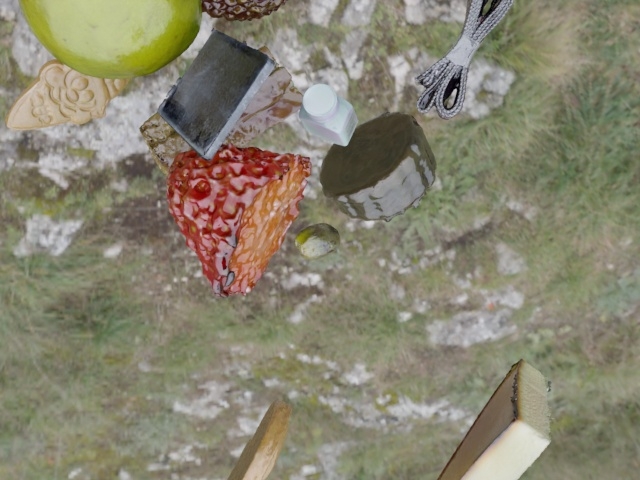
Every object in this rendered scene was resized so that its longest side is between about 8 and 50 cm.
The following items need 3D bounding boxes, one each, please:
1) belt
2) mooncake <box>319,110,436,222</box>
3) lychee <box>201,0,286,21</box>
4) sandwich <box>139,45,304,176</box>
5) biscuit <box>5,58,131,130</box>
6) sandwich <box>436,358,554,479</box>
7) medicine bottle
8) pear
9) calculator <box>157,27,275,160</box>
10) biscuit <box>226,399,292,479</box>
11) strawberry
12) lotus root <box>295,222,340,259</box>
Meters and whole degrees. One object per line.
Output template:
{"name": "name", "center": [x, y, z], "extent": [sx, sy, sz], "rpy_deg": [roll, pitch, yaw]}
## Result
{"name": "belt", "center": [0.329, -0.439, 1.961], "extent": [0.126, 0.094, 0.360], "rpy_deg": [30, 98, 5]}
{"name": "mooncake", "center": [0.115, -0.136, 1.688], "extent": [0.228, 0.228, 0.124], "rpy_deg": [-31, 129, 12]}
{"name": "lychee", "center": [-0.147, -0.451, 1.339], "extent": [0.271, 0.236, 0.236], "rpy_deg": [-9, 130, -11]}
{"name": "sandwich", "center": [-0.184, -0.218, 1.524], "extent": [0.262, 0.325, 0.131], "rpy_deg": [-34, 101, -7]}
{"name": "biscuit", "center": [-0.422, -0.255, 1.479], "extent": [0.250, 0.035, 0.162], "rpy_deg": [-30, 142, -5]}
{"name": "sandwich", "center": [0.198, 0.235, 1.003], "extent": [0.058, 0.193, 0.162], "rpy_deg": [38, 109, 5]}
{"name": "medicine bottle", "center": [0.009, -0.192, 1.312], "extent": [0.055, 0.074, 0.118], "rpy_deg": [-64, 165, -5]}
{"name": "pear", "center": [-0.262, -0.307, 1.085], "extent": [0.212, 0.212, 0.269], "rpy_deg": [-38, 158, 18]}
{"name": "calculator", "center": [-0.150, -0.209, 1.203], "extent": [0.021, 0.261, 0.161], "rpy_deg": [32, 96, -31]}
{"name": "biscuit", "center": [-0.107, 0.352, 1.291], "extent": [0.044, 0.202, 0.289], "rpy_deg": [26, 133, -1]}
{"name": "strawberry", "center": [-0.136, -0.043, 1.211], "extent": [0.178, 0.234, 0.234], "rpy_deg": [27, 128, 15]}
{"name": "lotus root", "center": [0.000, 0.000, 1.375], "extent": [0.099, 0.054, 0.049], "rpy_deg": [-16, 160, -49]}
